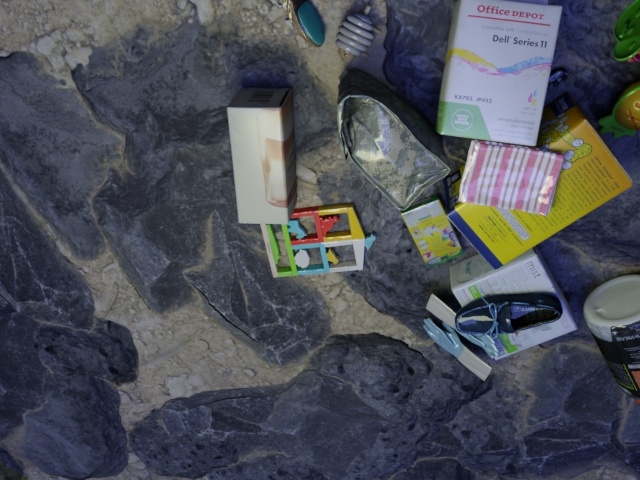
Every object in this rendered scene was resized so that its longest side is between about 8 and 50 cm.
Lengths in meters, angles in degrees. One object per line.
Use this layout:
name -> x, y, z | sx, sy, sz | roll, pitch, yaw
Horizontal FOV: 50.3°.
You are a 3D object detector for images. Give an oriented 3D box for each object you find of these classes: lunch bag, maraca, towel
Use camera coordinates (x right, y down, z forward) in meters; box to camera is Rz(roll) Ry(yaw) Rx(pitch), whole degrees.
lunch bag -> 0.135, -0.243, 1.517 | 0.287, 0.235, 0.169 | 43, 113, -17
maraca -> 0.703, -0.288, 1.507 | 0.127, 0.099, 0.185 | 16, 145, -19
towel -> 0.402, -0.132, 1.448 | 0.197, 0.029, 0.144 | 9, 117, 6

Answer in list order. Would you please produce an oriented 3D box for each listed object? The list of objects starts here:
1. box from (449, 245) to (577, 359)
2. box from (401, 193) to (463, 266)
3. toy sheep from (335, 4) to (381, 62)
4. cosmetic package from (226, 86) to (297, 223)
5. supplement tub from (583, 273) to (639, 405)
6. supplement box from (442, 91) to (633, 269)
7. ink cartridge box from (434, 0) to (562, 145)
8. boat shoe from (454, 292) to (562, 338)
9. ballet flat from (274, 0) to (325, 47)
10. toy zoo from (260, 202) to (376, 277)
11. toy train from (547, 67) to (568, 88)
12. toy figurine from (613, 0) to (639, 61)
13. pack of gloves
box -> 0.498, 0.148, 1.768 | 0.231, 0.126, 0.262 | -27, 113, 20
box -> 0.289, -0.022, 1.743 | 0.105, 0.043, 0.179 | -21, 113, 18
toy sheep -> 0.080, -0.452, 1.492 | 0.091, 0.091, 0.132 | 22, 107, -6
cosmetic package -> -0.132, -0.201, 1.625 | 0.129, 0.153, 0.296 | 2, 122, 7
supplement tub -> 0.833, 0.271, 1.754 | 0.207, 0.207, 0.338 | -25, 115, 20
supplement box -> 0.482, -0.135, 1.564 | 0.357, 0.194, 0.195 | -36, 110, 23
ink cartridge box -> 0.369, -0.387, 1.418 | 0.207, 0.119, 0.353 | 7, 103, 3
boat shoe -> 0.455, 0.177, 1.661 | 0.258, 0.089, 0.109 | -18, 103, 13
ballet flat -> -0.060, -0.514, 1.491 | 0.067, 0.073, 0.206 | -6, 121, 42
toy zoo -> 0.000, 0.000, 1.796 | 0.294, 0.030, 0.192 | -6, 119, 10
toy train -> 0.484, -0.337, 1.542 | 0.158, 0.027, 0.036 | -36, 107, 23
toy figurine -> 0.707, -0.402, 1.419 | 0.159, 0.130, 0.173 | 33, 79, -25
pack of gloves -> 0.381, 0.250, 1.825 | 0.232, 0.046, 0.195 | 38, 150, 21
